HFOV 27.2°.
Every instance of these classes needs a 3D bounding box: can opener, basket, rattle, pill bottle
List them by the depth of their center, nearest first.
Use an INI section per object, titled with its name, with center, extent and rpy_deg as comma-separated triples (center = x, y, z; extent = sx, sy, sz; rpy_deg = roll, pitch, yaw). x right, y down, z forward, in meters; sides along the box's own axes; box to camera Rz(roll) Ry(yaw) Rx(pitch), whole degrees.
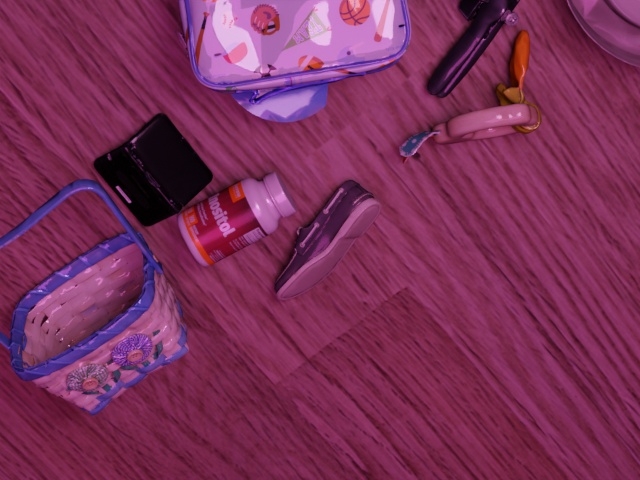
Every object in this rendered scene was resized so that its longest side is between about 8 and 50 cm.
[can opener]
center = 0.207, -0.271, 1.790
extent = 0.059, 0.073, 0.186
rpy_deg = 6, 121, -50
[basket]
center = -0.324, 0.077, 1.791
extent = 0.255, 0.201, 0.289
rpy_deg = -34, 120, 9
[rattle]
center = 0.192, -0.193, 1.807
extent = 0.199, 0.130, 0.143
rpy_deg = -8, 103, 26
[pill bottle]
center = -0.114, -0.033, 1.830
extent = 0.152, 0.086, 0.086
rpy_deg = -28, 111, 5

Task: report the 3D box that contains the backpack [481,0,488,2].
[backpack]
center = 0.206, -0.436, 1.581
extent = 0.276, 0.263, 0.213
rpy_deg = 14, 73, -47

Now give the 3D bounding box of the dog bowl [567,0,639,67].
[dog bowl]
center = 0.470, -0.399, 1.731
extent = 0.349, 0.102, 0.349
rpy_deg = -2, 112, -5

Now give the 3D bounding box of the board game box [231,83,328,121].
[board game box]
center = -0.055, -0.242, 1.772
extent = 0.133, 0.033, 0.169
rpy_deg = 5, 90, -10

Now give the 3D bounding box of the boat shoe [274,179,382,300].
[boat shoe]
center = 0.000, 0.000, 1.879
extent = 0.206, 0.075, 0.065
rpy_deg = -47, 65, 18

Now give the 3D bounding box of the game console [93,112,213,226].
[game console]
center = -0.232, -0.096, 1.834
extent = 0.107, 0.071, 0.122
rpy_deg = -23, 115, 36

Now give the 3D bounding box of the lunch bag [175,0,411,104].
[lunch bag]
center = -0.040, -0.304, 1.690
extent = 0.303, 0.115, 0.243
rpy_deg = -9, 96, 0
